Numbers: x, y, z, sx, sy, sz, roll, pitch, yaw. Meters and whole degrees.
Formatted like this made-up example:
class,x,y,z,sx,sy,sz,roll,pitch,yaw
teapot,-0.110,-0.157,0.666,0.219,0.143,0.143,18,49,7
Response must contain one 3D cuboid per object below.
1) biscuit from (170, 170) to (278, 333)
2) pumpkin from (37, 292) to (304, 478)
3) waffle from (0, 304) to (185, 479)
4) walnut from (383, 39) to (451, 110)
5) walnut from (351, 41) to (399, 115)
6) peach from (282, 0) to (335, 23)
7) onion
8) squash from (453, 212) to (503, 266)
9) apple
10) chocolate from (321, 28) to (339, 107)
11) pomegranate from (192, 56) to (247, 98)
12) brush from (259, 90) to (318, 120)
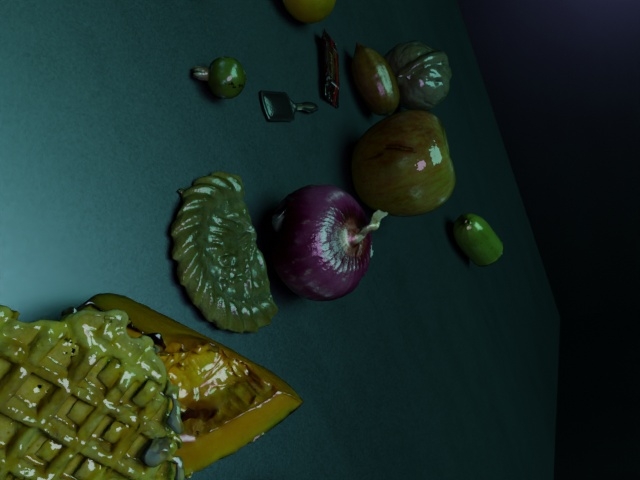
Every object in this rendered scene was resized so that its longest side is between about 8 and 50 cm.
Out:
class,x,y,z,sx,sy,sz,roll,pitch,yaw
biscuit,-0.154,0.027,0.792,0.187,0.036,0.273,-22,98,-57
pumpkin,-0.196,0.189,0.617,0.312,0.148,0.169,33,84,-27
waffle,-0.263,0.190,0.466,0.262,0.060,0.280,-6,99,-26
walnut,0.280,-0.481,1.476,0.224,0.224,0.224,25,59,-51
walnut,0.142,-0.431,1.339,0.207,0.116,0.116,60,36,-12
peach,-0.037,-0.575,1.116,0.179,0.103,0.179,34,48,-48
onion,-0.009,0.000,0.909,0.200,0.200,0.207,6,106,-56
squash,0.545,-0.016,1.776,0.247,0.132,0.132,40,48,-42
apple,0.200,-0.182,1.231,0.264,0.264,0.264,25,59,-51
chocolate,0.023,-0.418,1.221,0.086,0.028,0.182,15,68,-62
pomegranate,-0.170,-0.277,0.855,0.073,0.084,0.073,3,90,-82
brush,-0.060,-0.283,1.057,0.193,0.016,0.063,-22,98,-56
